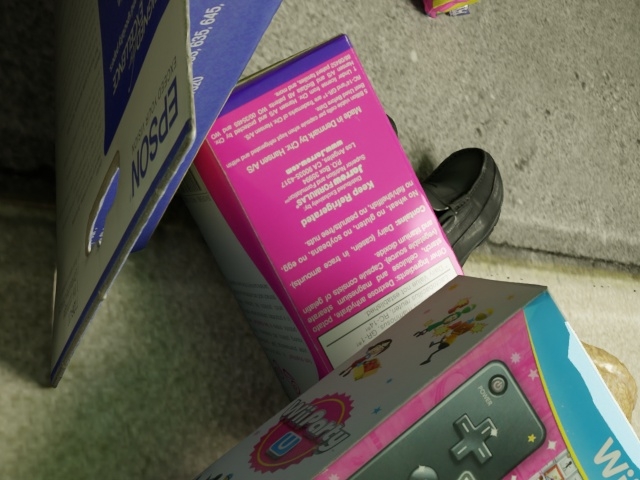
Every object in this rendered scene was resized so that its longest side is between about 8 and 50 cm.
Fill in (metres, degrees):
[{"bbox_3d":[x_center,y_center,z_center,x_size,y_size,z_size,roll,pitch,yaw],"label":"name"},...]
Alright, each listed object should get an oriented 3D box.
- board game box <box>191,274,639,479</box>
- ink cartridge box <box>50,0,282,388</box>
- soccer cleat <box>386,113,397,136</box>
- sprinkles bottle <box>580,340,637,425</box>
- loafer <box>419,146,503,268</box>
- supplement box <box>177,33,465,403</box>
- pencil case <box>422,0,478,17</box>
[{"bbox_3d":[0.035,0.194,0.573,0.303,0.097,0.224,-37,104,-17],"label":"board game box"},{"bbox_3d":[-0.083,-0.116,0.559,0.072,0.303,0.307,1,68,-22],"label":"ink cartridge box"},{"bbox_3d":[0.007,-0.049,0.821,0.072,0.060,0.179,48,44,-20],"label":"soccer cleat"},{"bbox_3d":[0.152,0.238,0.792,0.121,0.121,0.355,43,43,-27],"label":"sprinkles bottle"},{"bbox_3d":[0.082,-0.014,0.876,0.078,0.076,0.223,59,41,-22],"label":"loafer"},{"bbox_3d":[0.000,0.000,0.704,0.114,0.111,0.220,-29,101,-19],"label":"supplement box"},{"bbox_3d":[0.099,-0.319,1.040,0.104,0.104,0.236,-29,95,-52],"label":"pencil case"}]
